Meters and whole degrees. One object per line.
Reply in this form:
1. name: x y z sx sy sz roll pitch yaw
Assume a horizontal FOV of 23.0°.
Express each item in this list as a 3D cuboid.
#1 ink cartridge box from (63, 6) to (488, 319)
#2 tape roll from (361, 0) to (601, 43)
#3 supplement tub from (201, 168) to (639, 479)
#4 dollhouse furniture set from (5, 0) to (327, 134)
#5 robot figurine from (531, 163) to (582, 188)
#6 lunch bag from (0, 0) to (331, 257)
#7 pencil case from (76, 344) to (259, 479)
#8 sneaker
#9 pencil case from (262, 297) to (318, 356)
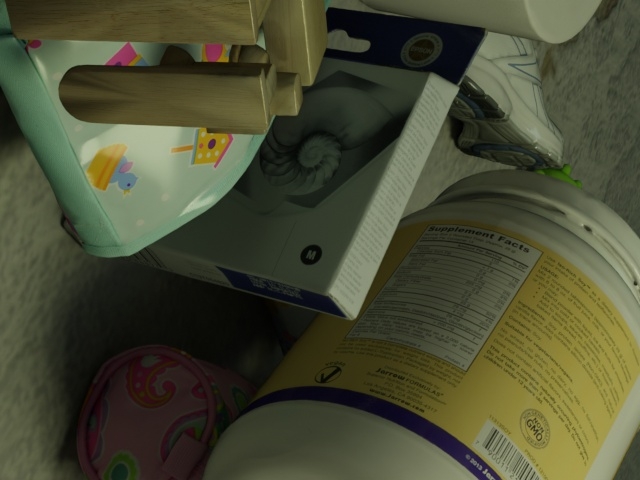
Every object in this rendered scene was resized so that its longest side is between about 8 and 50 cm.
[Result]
1. ink cartridge box: -0.031 -0.074 1.032 0.224 0.223 0.045 -65 145 -20
2. tape roll: 0.141 -0.296 1.298 0.246 0.169 0.246 -38 136 -50
3. supplement tub: 0.092 0.122 1.102 0.331 0.241 0.241 -50 144 -44
4. dollhouse furniture set: -0.075 -0.128 0.824 0.151 0.123 0.144 -73 161 -51
5. robot figurine: 0.247 -0.033 1.740 0.101 0.067 0.115 54 52 -23
6. lunch bag: -0.111 -0.149 0.919 0.223 0.160 0.262 73 36 -47
7. pencil case: -0.070 0.168 1.196 0.284 0.124 0.124 41 67 -59
8. sneaker: 0.177 -0.153 1.514 0.297 0.111 0.129 38 64 -62
9. pencil case: 0.000 0.000 1.244 0.124 0.113 0.273 -35 140 -16
